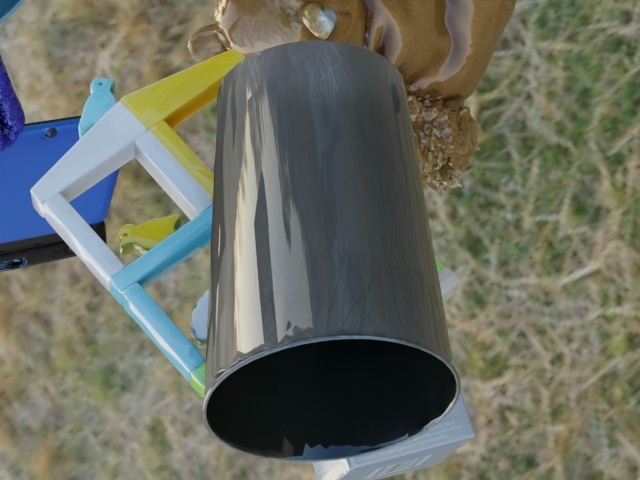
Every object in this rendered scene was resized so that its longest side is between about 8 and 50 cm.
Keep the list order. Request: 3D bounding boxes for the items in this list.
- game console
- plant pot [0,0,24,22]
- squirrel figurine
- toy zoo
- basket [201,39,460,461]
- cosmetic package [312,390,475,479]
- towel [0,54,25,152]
[{"bbox_3d":[-0.385,-0.051,1.644,0.250,0.293,0.173,11,108,48],"label":"game console"},{"bbox_3d":[-0.438,-0.385,1.640,0.195,0.290,0.290,-97,12,-52],"label":"plant pot"},{"bbox_3d":[0.033,-0.209,1.704,0.281,0.370,0.397,0,97,31],"label":"squirrel figurine"},{"bbox_3d":[-0.069,-0.015,1.078,0.293,0.192,0.030,47,160,15],"label":"toy zoo"},{"bbox_3d":[0.000,0.000,0.958,0.204,0.154,0.227,111,159,-61],"label":"basket"},{"bbox_3d":[0.032,0.086,1.324,0.107,0.127,0.238,124,132,-63],"label":"cosmetic package"},{"bbox_3d":[-0.410,-0.226,1.409,0.308,0.076,0.227,44,164,19],"label":"towel"}]
